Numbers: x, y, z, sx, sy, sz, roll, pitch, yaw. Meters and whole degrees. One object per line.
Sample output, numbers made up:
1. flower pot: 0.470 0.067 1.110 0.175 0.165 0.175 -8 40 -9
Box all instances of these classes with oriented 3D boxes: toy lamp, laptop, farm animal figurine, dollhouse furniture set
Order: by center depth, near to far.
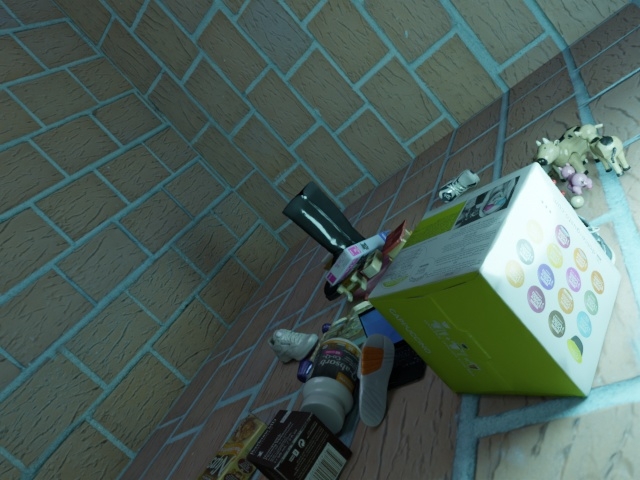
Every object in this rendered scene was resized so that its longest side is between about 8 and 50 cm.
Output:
1. laptop: 0.203 0.314 1.414 0.234 0.136 0.264 -36 13 36
2. farm animal figurine: 0.767 -0.269 1.429 0.326 0.172 0.330 -40 10 -39
3. dollhouse furniture set: 0.267 0.122 1.804 0.374 0.201 0.152 -44 9 33
4. toy lamp: -0.016 0.449 1.849 0.080 0.080 0.275 -34 14 39

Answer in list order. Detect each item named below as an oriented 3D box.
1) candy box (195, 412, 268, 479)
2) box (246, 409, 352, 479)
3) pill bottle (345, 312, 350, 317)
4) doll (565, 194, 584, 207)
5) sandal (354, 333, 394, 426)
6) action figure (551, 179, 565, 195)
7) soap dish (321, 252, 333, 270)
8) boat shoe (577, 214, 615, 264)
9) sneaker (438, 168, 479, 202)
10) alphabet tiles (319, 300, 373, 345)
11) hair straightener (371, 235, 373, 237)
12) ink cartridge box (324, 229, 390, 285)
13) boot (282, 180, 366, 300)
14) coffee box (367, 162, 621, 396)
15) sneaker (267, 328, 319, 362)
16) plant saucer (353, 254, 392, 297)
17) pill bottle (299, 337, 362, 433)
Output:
1. candy box: -0.297 0.768 1.603 0.316 0.087 0.183 -47 11 -23
2. box: -0.060 0.581 1.251 0.168 0.167 0.203 -50 12 -32
3. pill bottle: 0.129 0.317 1.828 0.116 0.065 0.065 -47 9 19
4. doll: 0.701 -0.087 1.403 0.189 0.046 0.129 -33 14 43
5. sandal: 0.142 0.395 1.323 0.076 0.101 0.266 126 162 -55
6. action figure: 0.607 -0.030 1.309 0.139 0.091 0.281 -26 34 48
7. soap dish: 0.128 0.063 2.536 0.229 0.118 0.291 -49 -3 12
8. boat shoe: 0.651 0.001 1.149 0.095 0.079 0.255 -36 13 30
9. sneaker: 0.624 -0.236 2.138 0.153 0.094 0.235 -47 11 -11
10. alphabet tiles: 0.130 0.292 1.673 0.277 0.021 0.284 -21 -28 -33
11. hair straightener: 0.223 0.067 2.531 0.230 0.047 0.089 -53 12 -20
12. ink cartridge box: 0.172 0.067 1.922 0.311 0.065 0.186 -25 -24 -44
13. boot: 0.001 -0.001 2.088 0.146 0.445 0.367 -29 18 53
14. coffee box: 0.380 0.107 1.027 0.334 0.338 0.338 -50 13 -32
15. sneaker: -0.130 0.456 2.044 0.305 0.152 0.114 -30 14 45
16. plant saucer: 0.245 0.141 2.080 0.332 0.084 0.332 -41 10 9
17. pill bottle: 0.036 0.447 1.438 0.162 0.162 0.278 -37 12 29
